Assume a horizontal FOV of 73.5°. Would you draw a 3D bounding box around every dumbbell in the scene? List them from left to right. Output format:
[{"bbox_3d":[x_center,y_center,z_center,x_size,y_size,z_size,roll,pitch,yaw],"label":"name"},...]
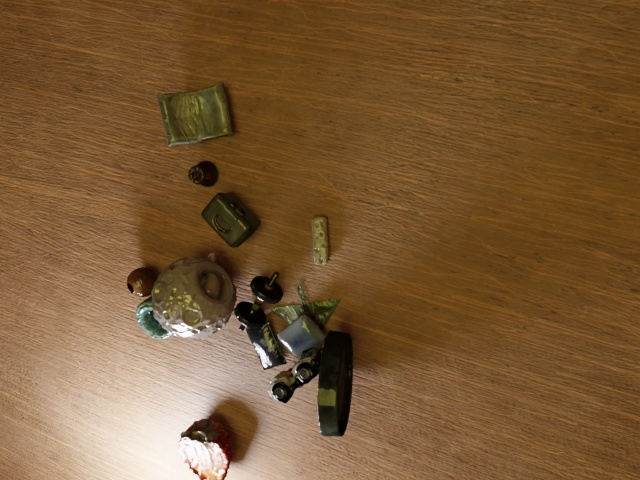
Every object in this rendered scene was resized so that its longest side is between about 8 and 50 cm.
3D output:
[{"bbox_3d":[-0.256,0.255,1.766,0.143,0.143,0.325,36,111,6],"label":"dumbbell"}]

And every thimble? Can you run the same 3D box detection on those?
[{"bbox_3d":[-0.692,0.331,1.918,0.235,0.143,0.199,12,116,17],"label":"thimble"}]

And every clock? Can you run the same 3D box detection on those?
[{"bbox_3d":[0.063,0.532,1.610,0.076,0.386,0.386,1,104,13],"label":"clock"}]

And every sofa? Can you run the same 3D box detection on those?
[{"bbox_3d":[-0.467,-0.479,1.631,0.225,0.176,0.210,-4,102,19],"label":"sofa"}]

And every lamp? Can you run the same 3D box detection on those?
[{"bbox_3d":[-0.801,0.188,1.933,0.136,0.136,0.136,4,105,17],"label":"lamp"}]

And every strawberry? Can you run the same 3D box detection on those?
[{"bbox_3d":[-0.529,1.001,2.054,0.265,0.149,0.336,-4,113,12],"label":"strawberry"}]

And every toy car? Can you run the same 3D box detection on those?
[{"bbox_3d":[-0.075,0.538,1.763,0.301,0.193,0.118,-46,73,22],"label":"toy car"}]

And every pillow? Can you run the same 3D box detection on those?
[{"bbox_3d":[-0.236,0.459,1.862,0.141,0.055,0.208,-22,95,30],"label":"pillow"}]

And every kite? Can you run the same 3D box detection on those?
[{"bbox_3d":[-0.059,0.307,1.787,0.322,0.013,0.268,-10,101,19],"label":"kite"}]

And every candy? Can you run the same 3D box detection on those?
[{"bbox_3d":[-0.080,0.395,1.773,0.174,0.071,0.138,-40,97,25],"label":"candy"}]

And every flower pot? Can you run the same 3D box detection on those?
[{"bbox_3d":[-0.483,-0.266,1.736,0.111,0.089,0.111,4,105,16],"label":"flower pot"}]

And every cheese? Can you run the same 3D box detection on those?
[{"bbox_3d":[0.000,0.000,1.673,0.064,0.043,0.194,3,104,18],"label":"cheese"}]

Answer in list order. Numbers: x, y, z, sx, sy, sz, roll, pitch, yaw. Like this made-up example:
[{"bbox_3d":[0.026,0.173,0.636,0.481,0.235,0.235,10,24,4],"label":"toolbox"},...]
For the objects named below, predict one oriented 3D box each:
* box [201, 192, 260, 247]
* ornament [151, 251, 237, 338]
[{"bbox_3d":[-0.357,-0.085,1.720,0.210,0.129,0.148,46,112,2],"label":"box"},{"bbox_3d":[-0.518,0.237,1.748,0.337,0.337,0.337,4,105,17],"label":"ornament"}]
